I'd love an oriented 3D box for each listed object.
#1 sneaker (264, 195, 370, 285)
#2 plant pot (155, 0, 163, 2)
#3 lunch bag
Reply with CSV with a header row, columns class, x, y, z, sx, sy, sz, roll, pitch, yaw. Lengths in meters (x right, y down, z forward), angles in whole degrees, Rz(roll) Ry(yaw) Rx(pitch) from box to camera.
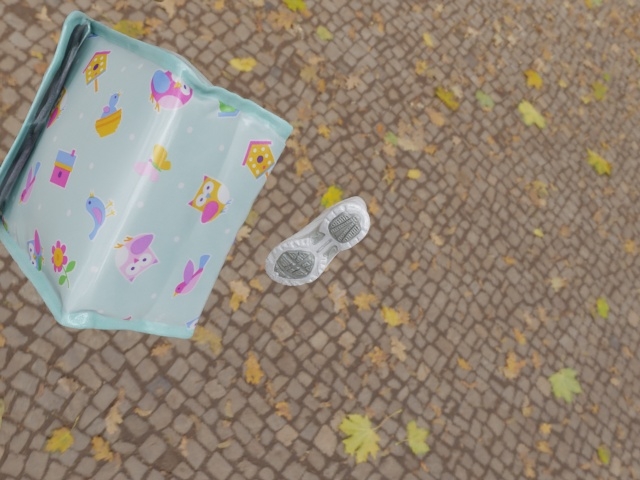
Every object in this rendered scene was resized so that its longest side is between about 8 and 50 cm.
class,x,y,z,sx,sy,sz,roll,pitch,yaw
sneaker,0.000,0.000,1.114,0.090,0.232,0.115,54,21,-11
plant pot,-0.297,-0.649,1.197,0.237,0.254,0.237,53,17,-23
lunch bag,-0.188,-0.072,0.550,0.262,0.223,0.160,35,10,37
